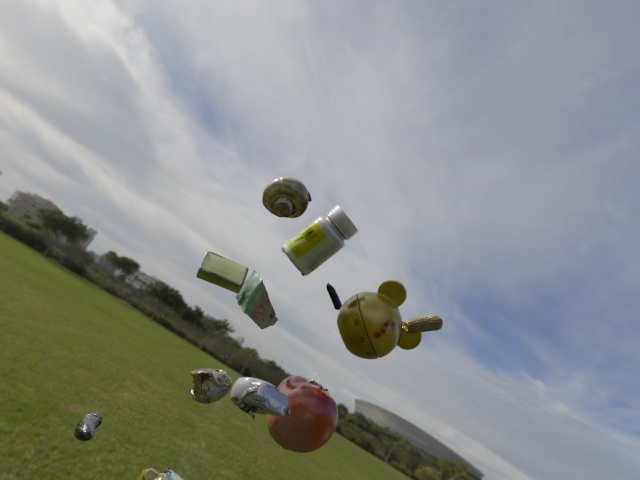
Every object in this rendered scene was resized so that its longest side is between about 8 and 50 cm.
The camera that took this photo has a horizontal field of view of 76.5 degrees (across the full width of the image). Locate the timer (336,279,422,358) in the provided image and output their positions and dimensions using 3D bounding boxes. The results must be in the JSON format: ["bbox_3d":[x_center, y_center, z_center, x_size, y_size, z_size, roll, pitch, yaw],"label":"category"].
[{"bbox_3d":[0.289,0.415,2.061,0.386,0.377,0.376,-21,-36,8],"label":"timer"}]

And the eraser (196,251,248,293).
[{"bbox_3d":[-0.367,0.121,1.530,0.172,0.117,0.058,24,-57,-12],"label":"eraser"}]

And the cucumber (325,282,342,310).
[{"bbox_3d":[0.081,0.327,2.347,0.053,0.053,0.182,124,-56,-71],"label":"cucumber"}]

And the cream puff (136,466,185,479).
[{"bbox_3d":[-0.618,1.053,1.558,0.274,0.270,0.323,21,-24,23],"label":"cream puff"}]

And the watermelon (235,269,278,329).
[{"bbox_3d":[-0.331,0.320,2.035,0.264,0.151,0.302,12,-55,67],"label":"watermelon"}]

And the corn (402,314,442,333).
[{"bbox_3d":[0.439,0.357,1.732,0.207,0.068,0.068,1,-6,-26],"label":"corn"}]

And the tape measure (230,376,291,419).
[{"bbox_3d":[-0.227,0.562,1.436,0.178,0.105,0.196,-11,-42,34],"label":"tape measure"}]

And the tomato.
[{"bbox_3d":[-0.085,0.768,1.786,0.321,0.322,0.322,27,-19,10],"label":"tomato"}]

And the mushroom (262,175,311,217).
[{"bbox_3d":[-0.168,-0.210,2.043,0.254,0.184,0.255,8,-51,10],"label":"mushroom"}]

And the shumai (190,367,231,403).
[{"bbox_3d":[-0.528,0.669,1.946,0.201,0.201,0.121,20,-55,28],"label":"shumai"}]

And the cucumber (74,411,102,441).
[{"bbox_3d":[-0.915,0.732,1.590,0.081,0.073,0.303,1,-13,-21],"label":"cucumber"}]

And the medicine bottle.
[{"bbox_3d":[0.000,0.000,2.151,0.214,0.378,0.213,52,2,-3],"label":"medicine bottle"}]
